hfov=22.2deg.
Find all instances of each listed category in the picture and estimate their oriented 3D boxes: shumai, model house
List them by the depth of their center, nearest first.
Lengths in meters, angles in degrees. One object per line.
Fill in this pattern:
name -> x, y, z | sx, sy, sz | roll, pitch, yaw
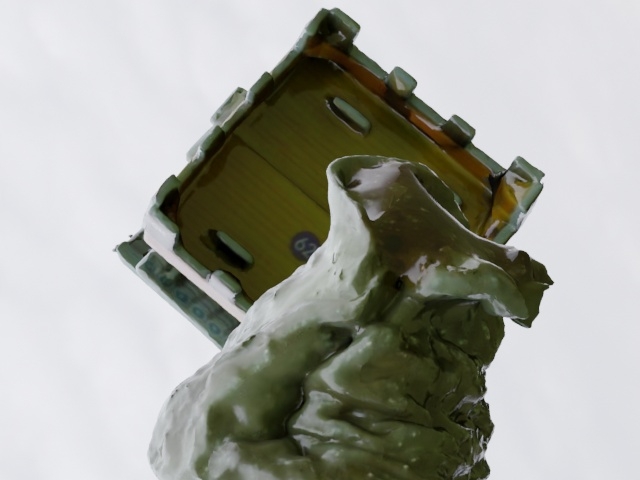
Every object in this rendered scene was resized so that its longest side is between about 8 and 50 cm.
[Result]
shumai -> 0.006, 0.021, 0.366 | 0.083, 0.082, 0.080 | 8, -97, -23
model house -> 0.000, 0.000, 1.066 | 0.224, 0.215, 0.198 | 38, -111, 4
